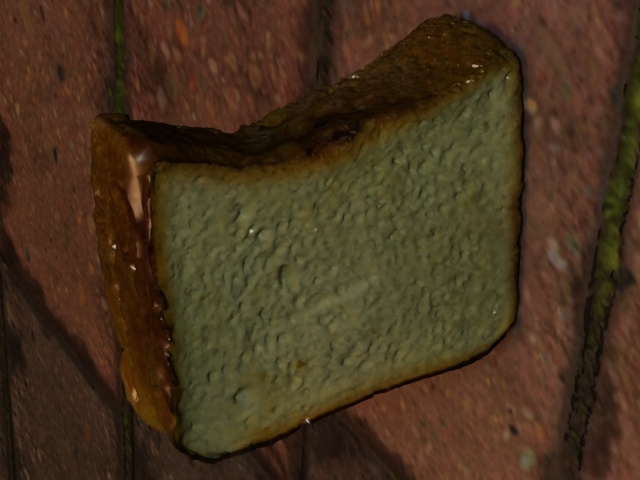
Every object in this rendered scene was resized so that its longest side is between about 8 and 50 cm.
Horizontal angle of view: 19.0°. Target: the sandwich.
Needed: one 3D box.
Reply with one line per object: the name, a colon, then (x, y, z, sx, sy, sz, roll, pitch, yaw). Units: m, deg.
sandwich: (0.000, 0.000, 0.932, 0.065, 0.215, 0.186, 38, 142, 47)
